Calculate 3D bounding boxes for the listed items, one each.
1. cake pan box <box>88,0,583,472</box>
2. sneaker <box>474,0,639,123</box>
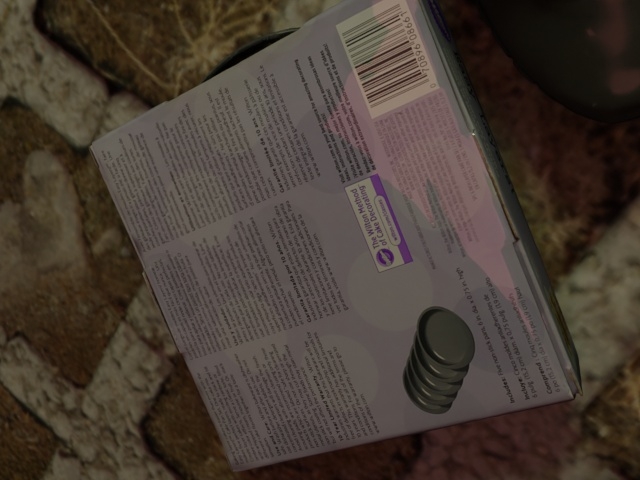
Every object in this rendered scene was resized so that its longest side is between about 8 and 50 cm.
[{"bbox_3d":[0.000,0.000,0.432,0.245,0.070,0.267,-23,93,24],"label":"cake pan box"},{"bbox_3d":[0.097,-0.189,0.310,0.109,0.130,0.287,-20,95,24],"label":"sneaker"}]
